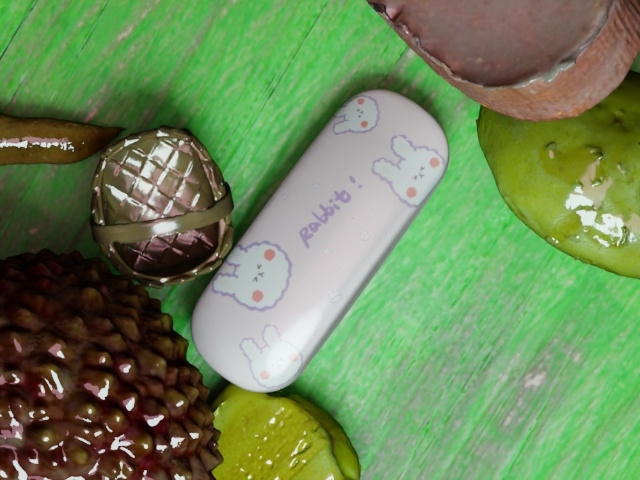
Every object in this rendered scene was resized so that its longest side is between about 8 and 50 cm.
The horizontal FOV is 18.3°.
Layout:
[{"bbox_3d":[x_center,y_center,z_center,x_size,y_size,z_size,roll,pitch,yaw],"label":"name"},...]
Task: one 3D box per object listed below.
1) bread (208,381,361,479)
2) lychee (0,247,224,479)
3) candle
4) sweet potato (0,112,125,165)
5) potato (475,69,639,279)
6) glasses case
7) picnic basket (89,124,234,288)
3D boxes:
[{"bbox_3d":[-0.119,0.299,1.795,0.166,0.112,0.383,40,93,23],"label":"bread"},{"bbox_3d":[-0.236,0.156,1.668,0.330,0.306,0.306,37,97,11],"label":"lychee"},{"bbox_3d":[0.143,-0.248,1.678,0.287,0.131,0.317,-4,69,22],"label":"candle"},{"bbox_3d":[-0.311,-0.096,1.766,0.274,0.067,0.067,5,98,-6],"label":"sweet potato"},{"bbox_3d":[0.250,-0.060,1.716,0.253,0.148,0.186,37,62,15],"label":"potato"},{"bbox_3d":[0.000,0.000,1.757,0.113,0.075,0.297,35,87,11],"label":"glasses case"},{"bbox_3d":[-0.138,-0.028,1.714,0.128,0.178,0.138,-15,98,1],"label":"picnic basket"}]
